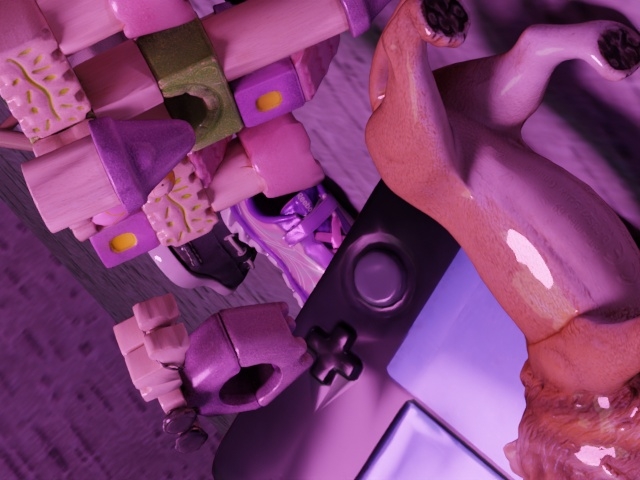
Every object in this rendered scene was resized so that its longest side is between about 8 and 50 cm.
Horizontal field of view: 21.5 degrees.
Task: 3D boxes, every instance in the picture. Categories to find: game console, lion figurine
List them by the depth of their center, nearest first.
[{"bbox_3d":[0.126,0.000,0.995,0.392,0.142,0.240,61,155,1],"label":"lion figurine"},{"bbox_3d":[0.135,0.154,1.157,0.386,0.342,0.060,39,-163,21],"label":"game console"}]

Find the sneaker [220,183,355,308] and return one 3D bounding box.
[{"bbox_3d":[0.000,0.000,1.548,0.236,0.095,0.104,41,158,16],"label":"sneaker"}]

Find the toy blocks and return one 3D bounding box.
[{"bbox_3d":[-0.050,-0.096,1.039,0.288,0.260,0.309,71,174,-58],"label":"toy blocks"}]

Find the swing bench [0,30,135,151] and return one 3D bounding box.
[{"bbox_3d":[-0.267,-0.183,1.629,0.254,0.165,0.253,27,158,36],"label":"swing bench"}]

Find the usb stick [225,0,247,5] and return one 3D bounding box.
[{"bbox_3d":[-0.126,-0.271,1.205,0.278,0.045,0.077,47,173,-12],"label":"usb stick"}]

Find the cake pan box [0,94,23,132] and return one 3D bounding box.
[{"bbox_3d":[-0.281,-0.134,1.992,0.267,0.070,0.246,39,167,19],"label":"cake pan box"}]

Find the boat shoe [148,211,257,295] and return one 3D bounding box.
[{"bbox_3d":[-0.102,-0.007,1.761,0.114,0.091,0.302,56,-171,0],"label":"boat shoe"}]
